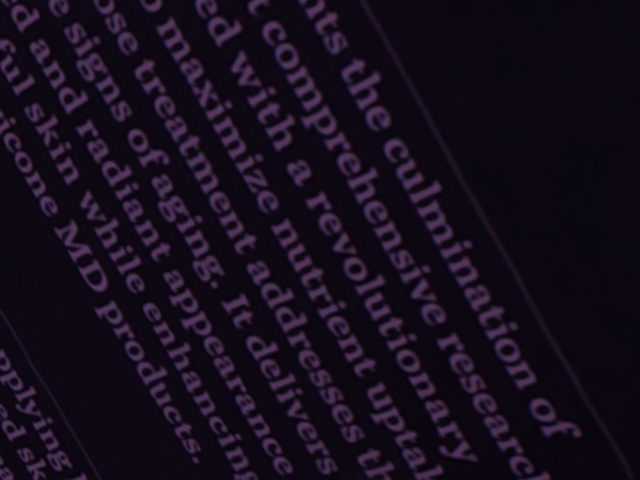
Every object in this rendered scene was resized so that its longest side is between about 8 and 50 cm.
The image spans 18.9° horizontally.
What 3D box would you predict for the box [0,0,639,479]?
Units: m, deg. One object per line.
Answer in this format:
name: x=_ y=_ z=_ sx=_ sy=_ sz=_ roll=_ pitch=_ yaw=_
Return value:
box: x=0.106 y=-0.118 z=0.596 sx=0.471 sy=0.297 sz=0.480 roll=-22 pitch=10 yaw=45
